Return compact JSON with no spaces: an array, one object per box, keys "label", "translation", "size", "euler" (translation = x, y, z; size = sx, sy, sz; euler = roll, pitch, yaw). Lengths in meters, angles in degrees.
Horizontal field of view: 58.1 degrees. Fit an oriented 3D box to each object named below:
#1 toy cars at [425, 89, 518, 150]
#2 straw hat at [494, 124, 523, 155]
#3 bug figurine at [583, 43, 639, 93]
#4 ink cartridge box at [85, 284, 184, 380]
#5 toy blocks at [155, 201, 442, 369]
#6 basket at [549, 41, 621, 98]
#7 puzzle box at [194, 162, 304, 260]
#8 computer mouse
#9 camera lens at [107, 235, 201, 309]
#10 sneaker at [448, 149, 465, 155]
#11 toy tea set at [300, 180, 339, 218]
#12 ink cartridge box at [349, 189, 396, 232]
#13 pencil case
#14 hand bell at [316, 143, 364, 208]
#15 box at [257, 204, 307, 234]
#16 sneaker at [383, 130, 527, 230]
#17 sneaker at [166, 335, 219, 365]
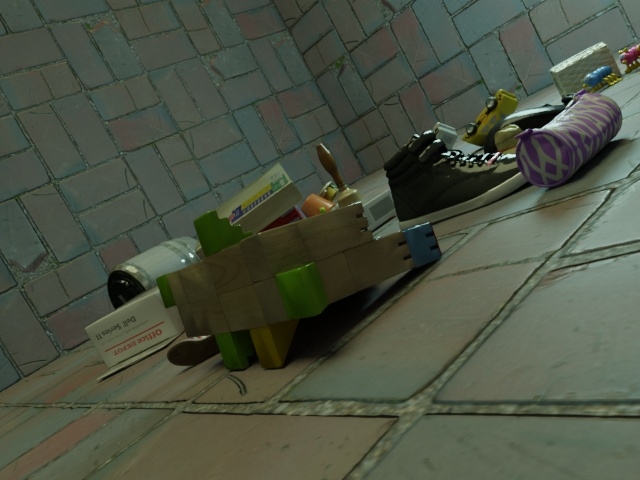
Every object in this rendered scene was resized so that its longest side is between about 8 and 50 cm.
[{"label":"toy cars","translation":[0.426,-0.296,1.712],"size":[0.394,0.087,0.176],"euler":[-28,-36,-2]},{"label":"straw hat","translation":[0.419,-0.221,1.273],"size":[0.145,0.061,0.144],"euler":[-29,6,3]},{"label":"bug figurine","translation":[0.830,-0.478,1.498],"size":[0.216,0.072,0.279],"euler":[-31,5,-20]},{"label":"ink cartridge box","translation":[-0.417,0.189,1.406],"size":[0.207,0.119,0.353],"euler":[-27,6,10]},{"label":"toy blocks","translation":[-0.025,0.033,0.773],"size":[0.261,0.190,0.381],"euler":[-19,-1,-36]},{"label":"basket","translation":[0.777,-0.493,1.689],"size":[0.167,0.113,0.103],"euler":[-27,8,21]},{"label":"puzzle box","translation":[-0.185,-0.078,1.461],"size":[0.272,0.052,0.409],"euler":[-36,16,2]},{"label":"computer mouse","translation":[0.520,-0.300,1.423],"size":[0.272,0.072,0.188],"euler":[-27,7,15]},{"label":"camera lens","translation":[-0.479,0.129,1.742],"size":[0.219,0.219,0.274],"euler":[-24,8,42]},{"label":"sneaker","translation":[0.342,-0.204,1.555],"size":[0.097,0.084,0.234],"euler":[-2,9,5]},{"label":"toy tea set","translation":[0.017,-0.087,1.997],"size":[0.200,0.124,0.336],"euler":[-60,-8,31]},{"label":"ink cartridge box","translation":[0.000,0.000,1.334],"size":[0.296,0.066,0.261],"euler":[-33,8,-37]},{"label":"pencil case","translation":[0.351,-0.148,0.810],"size":[0.206,0.088,0.086],"euler":[-35,8,-40]},{"label":"hand bell","translation":[0.055,-0.165,1.637],"size":[0.126,0.242,0.126],"euler":[-28,5,3]},{"label":"box","translation":[-0.145,0.012,1.485],"size":[0.257,0.128,0.122],"euler":[-36,4,4]},{"label":"sneaker","translation":[0.221,-0.124,0.945],"size":[0.296,0.146,0.105],"euler":[-22,7,43]},{"label":"sneaker","translation":[-0.181,0.158,0.912],"size":[0.119,0.042,0.067],"euler":[-21,10,1]}]
